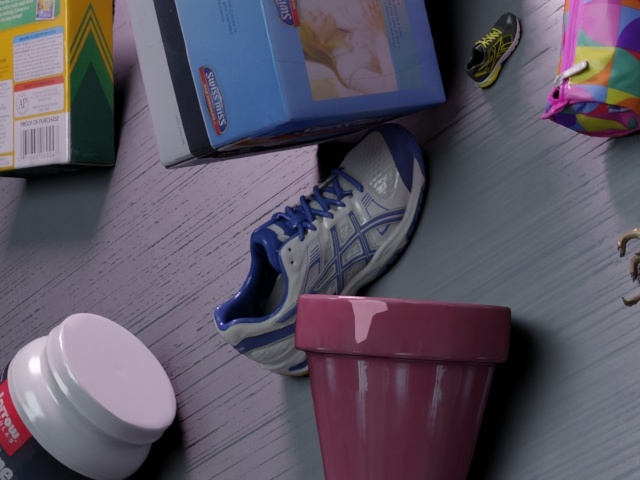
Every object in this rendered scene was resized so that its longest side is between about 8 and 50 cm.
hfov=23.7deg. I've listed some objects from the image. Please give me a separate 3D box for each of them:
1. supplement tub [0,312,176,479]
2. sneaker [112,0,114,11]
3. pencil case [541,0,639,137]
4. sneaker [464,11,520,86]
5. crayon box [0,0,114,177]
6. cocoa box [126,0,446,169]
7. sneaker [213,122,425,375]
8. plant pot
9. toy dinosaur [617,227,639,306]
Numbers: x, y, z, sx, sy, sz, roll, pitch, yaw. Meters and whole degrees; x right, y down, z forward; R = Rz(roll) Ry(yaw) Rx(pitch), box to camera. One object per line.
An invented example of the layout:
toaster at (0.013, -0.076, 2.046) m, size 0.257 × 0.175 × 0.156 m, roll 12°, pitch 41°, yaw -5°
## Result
supplement tub at (-0.315, 0.231, 1.744) m, size 0.272 × 0.191 × 0.191 m, roll -44°, pitch 46°, yaw 21°
sneaker at (-0.351, -0.387, 2.159) m, size 0.092 × 0.088 × 0.225 m, roll -23°, pitch 56°, yaw 37°
pencil case at (0.275, -0.213, 1.435) m, size 0.104 × 0.104 × 0.236 m, roll -1°, pitch 71°, yaw 44°
sneaker at (0.179, -0.201, 1.582) m, size 0.031 × 0.035 × 0.083 m, roll 23°, pitch 87°, yaw 47°
crayon box at (-0.371, -0.253, 2.053) m, size 0.203 × 0.083 × 0.323 m, roll -4°, pitch 87°, yaw 44°
cocoa box at (-0.053, -0.275, 1.593) m, size 0.228 × 0.231 × 0.347 m, roll -14°, pitch 88°, yaw 49°
sneaker at (0.000, 0.000, 1.592) m, size 0.112 × 0.131 × 0.296 m, roll 28°, pitch 90°, yaw 50°
plant pot at (0.074, 0.144, 1.418) m, size 0.201 × 0.201 × 0.180 m, roll 0°, pitch 86°, yaw 45°
toy dinosaur at (0.315, 0.012, 1.346) m, size 0.092 × 0.053 × 0.183 m, roll -7°, pitch 73°, yaw 26°
